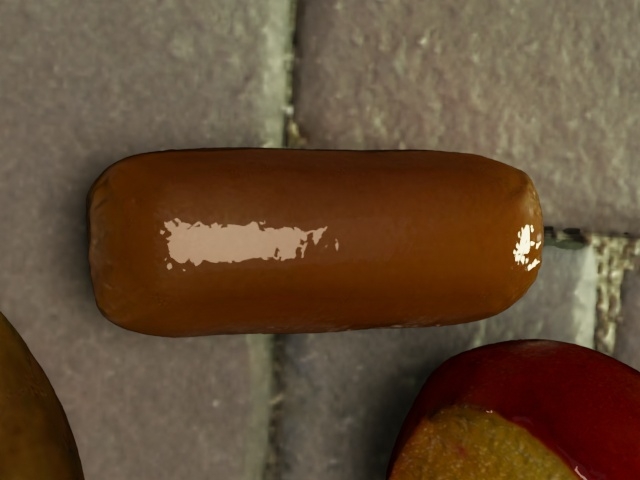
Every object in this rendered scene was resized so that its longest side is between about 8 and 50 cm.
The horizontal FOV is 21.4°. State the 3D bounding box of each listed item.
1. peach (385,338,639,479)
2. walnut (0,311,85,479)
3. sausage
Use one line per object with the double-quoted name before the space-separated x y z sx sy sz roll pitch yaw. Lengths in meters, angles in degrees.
"peach" 0.131 0.152 0.972 0.192 0.190 0.190 17 86 -37
"walnut" -0.192 0.116 0.871 0.137 0.137 0.245 -19 90 -21
"sausage" 0.000 -0.001 0.958 0.274 0.105 0.105 -1 93 -22
